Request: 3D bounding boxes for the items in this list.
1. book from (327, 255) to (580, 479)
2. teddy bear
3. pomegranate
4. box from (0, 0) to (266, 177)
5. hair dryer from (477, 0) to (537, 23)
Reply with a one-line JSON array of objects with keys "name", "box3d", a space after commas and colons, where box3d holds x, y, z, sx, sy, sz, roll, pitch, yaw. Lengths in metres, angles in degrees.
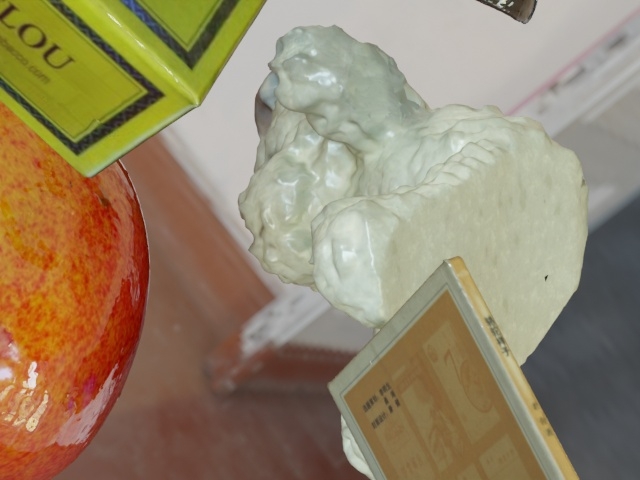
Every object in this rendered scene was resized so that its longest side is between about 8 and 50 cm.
[{"name": "book", "box3d": [0.091, 0.148, 1.017, 0.018, 0.170, 0.242, -17, 71, -30]}, {"name": "teddy bear", "box3d": [0.000, 0.000, 1.422, 0.375, 0.362, 0.327, -38, 125, -46]}, {"name": "pomegranate", "box3d": [-0.197, 0.004, 0.877, 0.257, 0.221, 0.221, 47, 18, -30]}, {"name": "box", "box3d": [-0.055, -0.143, 0.557, 0.141, 0.064, 0.220, 42, 50, -17]}, {"name": "hair dryer", "box3d": [0.132, -0.363, 1.640, 0.155, 0.320, 0.284, 31, 18, 32]}]
